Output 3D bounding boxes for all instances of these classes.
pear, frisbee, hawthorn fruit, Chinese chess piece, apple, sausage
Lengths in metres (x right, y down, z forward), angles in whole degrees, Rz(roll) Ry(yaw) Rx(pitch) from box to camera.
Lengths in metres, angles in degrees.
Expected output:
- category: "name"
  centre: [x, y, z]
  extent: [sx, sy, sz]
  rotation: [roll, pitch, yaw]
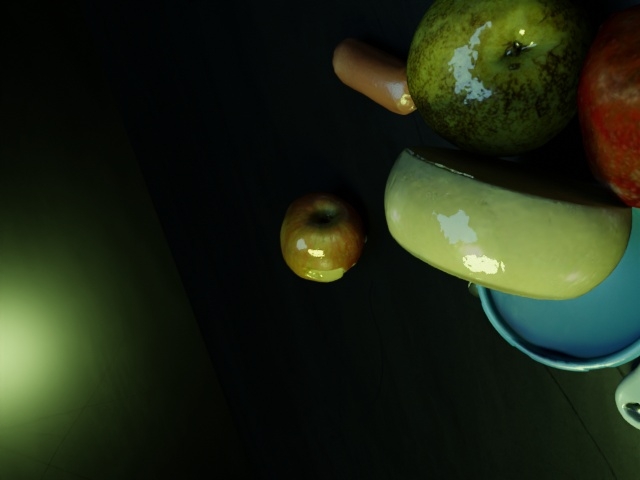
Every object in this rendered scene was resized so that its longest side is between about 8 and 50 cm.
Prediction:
- category: "pear"
  centre: [0.197, -0.192, 0.543]
  extent: [0.197, 0.197, 0.197]
  rotation: [38, 140, 40]
- category: "frisbee"
  centre: [0.314, 0.041, 0.634]
  extent: [0.242, 0.045, 0.242]
  rotation: [2, 92, 46]
- category: "hawthorn fruit"
  centre: [0.318, -0.130, 0.433]
  extent: [0.185, 0.185, 0.202]
  rotation: [137, 125, -60]
- category: "Chinese chess piece"
  centre: [0.193, -0.030, 0.545]
  extent: [0.251, 0.251, 0.097]
  rotation: [34, 119, 44]
- category: "apple"
  centre: [0.000, 0.000, 1.044]
  extent: [0.199, 0.199, 0.199]
  rotation: [38, 140, 40]
- category: "sausage"
  centre: [0.089, -0.264, 0.799]
  extent: [0.194, 0.077, 0.077]
  rotation: [43, 143, 36]

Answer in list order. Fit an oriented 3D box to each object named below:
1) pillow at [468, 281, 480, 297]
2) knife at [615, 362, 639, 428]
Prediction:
- category: "pillow"
  centre: [0.270, 0.037, 0.733]
  extent: [0.091, 0.055, 0.136]
  rotation: [40, 139, 48]
- category: "knife"
  centre: [0.406, 0.081, 0.569]
  extent: [0.080, 0.044, 0.331]
  rotation: [42, 138, 54]
